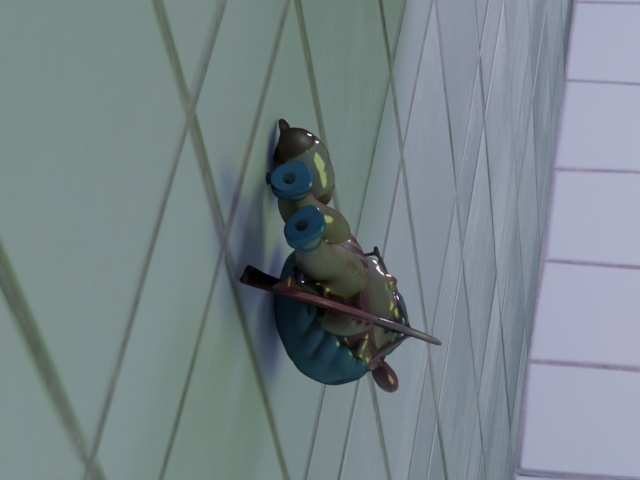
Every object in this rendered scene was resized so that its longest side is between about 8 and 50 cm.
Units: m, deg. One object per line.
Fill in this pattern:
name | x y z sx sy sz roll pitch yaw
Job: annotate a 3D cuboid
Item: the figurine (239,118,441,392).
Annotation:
figurine | -0.008 0.011 1.289 0.205 0.103 0.260 59 -1 26
